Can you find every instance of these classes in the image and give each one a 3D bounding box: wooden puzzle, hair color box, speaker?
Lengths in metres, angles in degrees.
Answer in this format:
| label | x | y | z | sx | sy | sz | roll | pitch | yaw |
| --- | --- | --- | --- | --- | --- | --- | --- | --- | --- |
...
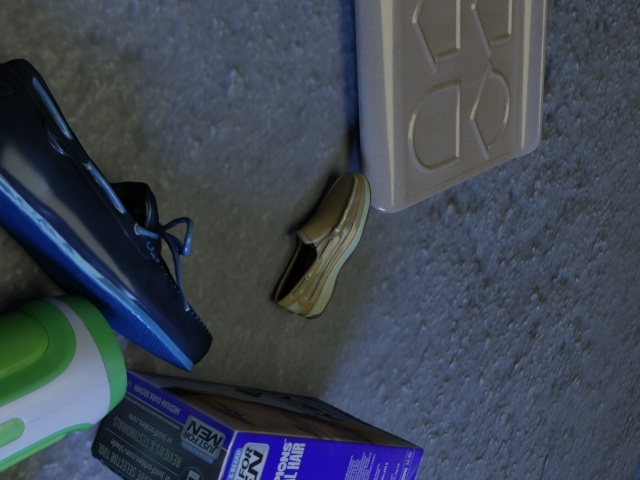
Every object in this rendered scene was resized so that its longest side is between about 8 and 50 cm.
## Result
| label | x | y | z | sx | sy | sz | roll | pitch | yaw |
| --- | --- | --- | --- | --- | --- | --- | --- | --- | --- |
| wooden puzzle | 0.170 | -0.234 | 1.108 | 0.347 | 0.080 | 0.322 | -22 | 118 | -37 |
| hair color box | -0.055 | 0.236 | 0.926 | 0.338 | 0.185 | 0.110 | 19 | 88 | -50 |
| speaker | -0.307 | 0.145 | 0.656 | 0.296 | 0.131 | 0.131 | -25 | 120 | -41 |

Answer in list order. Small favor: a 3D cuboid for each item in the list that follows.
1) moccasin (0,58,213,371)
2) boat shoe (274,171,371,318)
| label | x | y | z | sx | sy | sz | roll | pitch | yaw |
| --- | --- | --- | --- | --- | --- | --- | --- | --- | --- |
| moccasin | -0.184 | -0.010 | 0.738 | 0.117 | 0.137 | 0.342 | -56 | 138 | -25 |
| boat shoe | 0.000 | 0.000 | 1.003 | 0.072 | 0.068 | 0.190 | 23 | 85 | -38 |
